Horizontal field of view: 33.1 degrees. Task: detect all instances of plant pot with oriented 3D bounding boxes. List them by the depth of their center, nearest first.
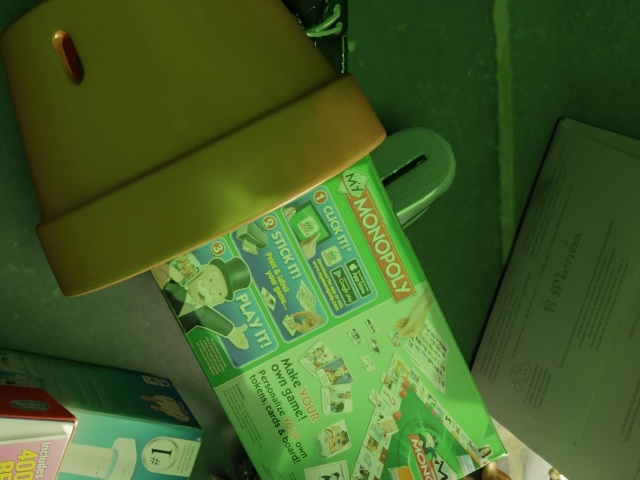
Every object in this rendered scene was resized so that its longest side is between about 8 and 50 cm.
[{"bbox_3d":[-0.119,-0.111,0.863,0.290,0.291,0.204,-28,98,-14],"label":"plant pot"}]

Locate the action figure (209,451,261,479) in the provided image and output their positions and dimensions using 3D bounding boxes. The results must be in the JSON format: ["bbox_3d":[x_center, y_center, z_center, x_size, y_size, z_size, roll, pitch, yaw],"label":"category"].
[{"bbox_3d":[0.000,0.221,1.078,0.164,0.141,0.276,33,89,-19],"label":"action figure"}]

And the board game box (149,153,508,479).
[{"bbox_3d":[0.009,0.103,0.964,0.213,0.046,0.317,-26,104,-4],"label":"board game box"}]

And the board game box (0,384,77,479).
[{"bbox_3d":[-0.356,0.213,0.762,0.316,0.064,0.242,15,99,-46],"label":"board game box"}]

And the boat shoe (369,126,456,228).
[{"bbox_3d":[0.000,0.000,1.034,0.302,0.109,0.094,-28,159,-3],"label":"boat shoe"}]

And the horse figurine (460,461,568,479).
[{"bbox_3d":[0.159,0.322,1.225,0.263,0.066,0.174,-45,112,-8],"label":"horse figurine"}]

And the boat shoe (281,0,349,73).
[{"bbox_3d":[-0.027,-0.225,0.955,0.114,0.091,0.303,-22,113,-16],"label":"boat shoe"}]

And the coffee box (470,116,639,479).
[{"bbox_3d":[0.415,0.101,1.115,0.334,0.338,0.338,13,100,-28],"label":"coffee box"}]

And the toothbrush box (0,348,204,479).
[{"bbox_3d":[-0.283,0.218,0.958,0.295,0.126,0.216,13,100,-27],"label":"toothbrush box"}]
